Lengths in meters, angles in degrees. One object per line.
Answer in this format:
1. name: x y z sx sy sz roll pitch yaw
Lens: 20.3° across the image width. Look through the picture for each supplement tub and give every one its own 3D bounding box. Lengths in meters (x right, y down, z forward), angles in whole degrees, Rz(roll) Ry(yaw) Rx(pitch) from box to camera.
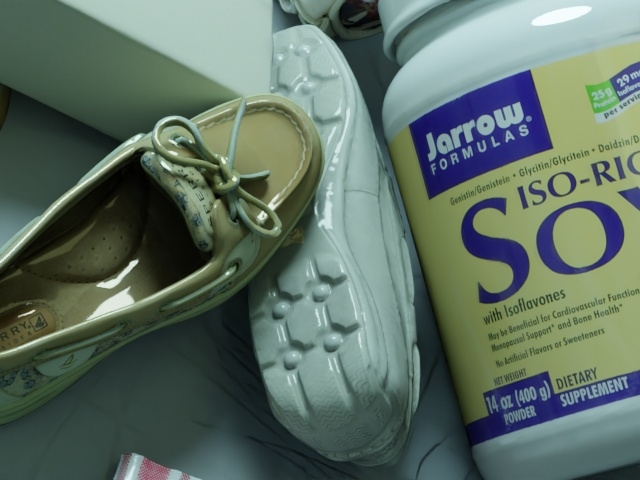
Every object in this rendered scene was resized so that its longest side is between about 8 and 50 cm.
1. supplement tub: 0.176 -0.023 1.144 0.241 0.241 0.331 -8 78 -37

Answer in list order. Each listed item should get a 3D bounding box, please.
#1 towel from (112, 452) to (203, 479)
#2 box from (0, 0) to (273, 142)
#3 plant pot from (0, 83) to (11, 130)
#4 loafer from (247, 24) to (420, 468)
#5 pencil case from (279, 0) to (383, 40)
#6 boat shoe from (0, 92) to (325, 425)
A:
1. towel: -0.044 0.217 1.016 0.197 0.029 0.144 25 45 -15
2. box: -0.161 -0.154 1.097 0.275 0.094 0.113 28 47 -32
3. plant pot: -0.292 -0.130 1.073 0.236 0.032 0.236 17 53 -25
4. loafer: 0.000 0.000 1.151 0.111 0.112 0.319 51 27 -50
5. pencil case: -0.039 -0.337 1.285 0.183 0.160 0.410 -33 81 -15
6. boat shoe: -0.103 0.003 1.023 0.285 0.089 0.104 -40 85 -23
